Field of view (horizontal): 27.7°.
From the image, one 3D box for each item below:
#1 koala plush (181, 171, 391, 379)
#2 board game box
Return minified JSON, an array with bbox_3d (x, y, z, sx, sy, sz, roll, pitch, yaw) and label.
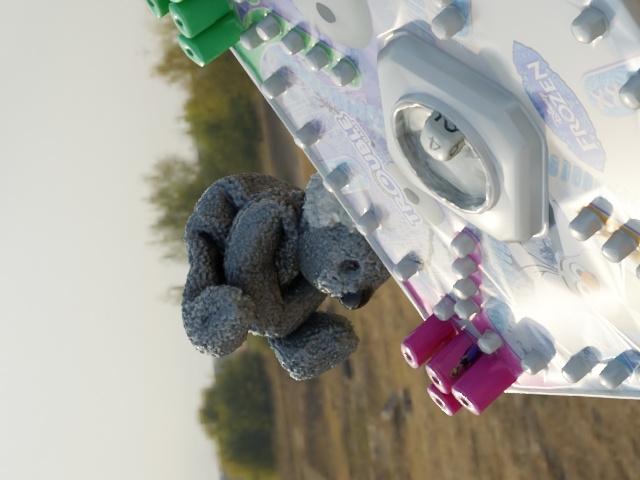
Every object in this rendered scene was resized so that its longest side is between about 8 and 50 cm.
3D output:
[{"bbox_3d":[0.000,0.000,1.237,0.196,0.221,0.203,19,-124,-46],"label":"koala plush"},{"bbox_3d":[0.071,-0.049,0.756,0.390,0.050,0.390,54,158,-11],"label":"board game box"}]
